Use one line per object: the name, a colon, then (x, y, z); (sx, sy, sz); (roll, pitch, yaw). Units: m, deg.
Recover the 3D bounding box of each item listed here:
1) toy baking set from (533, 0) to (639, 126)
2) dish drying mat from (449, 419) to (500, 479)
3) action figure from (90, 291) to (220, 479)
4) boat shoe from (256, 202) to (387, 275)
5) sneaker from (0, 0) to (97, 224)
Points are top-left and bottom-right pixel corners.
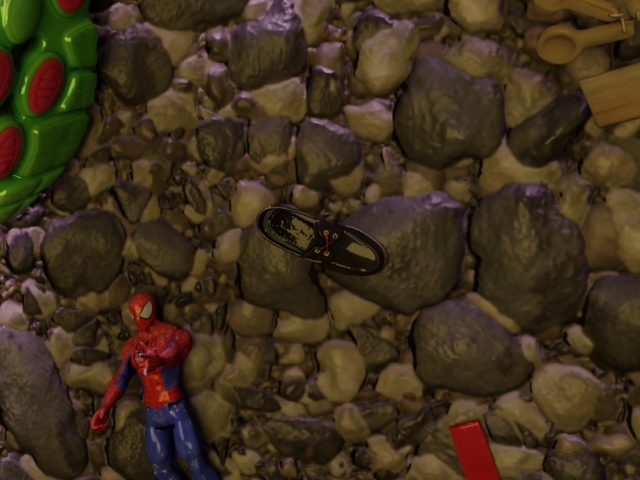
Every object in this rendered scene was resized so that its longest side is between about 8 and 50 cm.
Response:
toy baking set: (0.271, -0.165, 0.543); (0.196, 0.030, 0.256); (30, 146, -15)
dish drying mat: (0.151, 0.215, 0.719); (0.032, 0.008, 0.083); (-19, 91, 18)
action figure: (-0.167, 0.193, 0.749); (0.091, 0.139, 0.281); (-12, 90, 16)
boat shoe: (-0.001, 0.002, 0.725); (0.133, 0.042, 0.049); (23, 100, 12)
sneaker: (-0.341, -0.233, 0.754); (0.202, 0.185, 0.483); (20, 98, 32)
